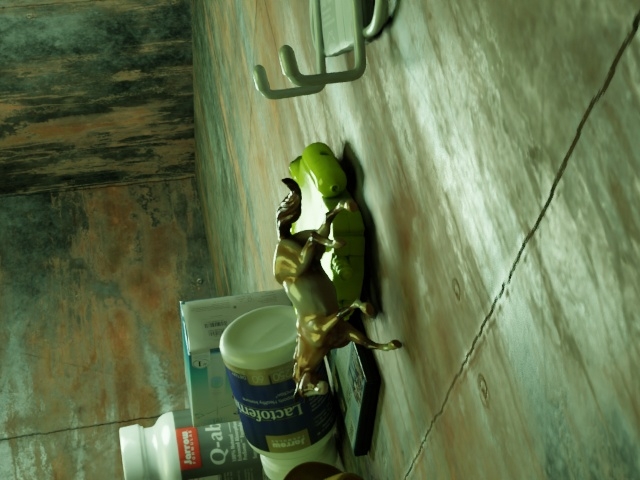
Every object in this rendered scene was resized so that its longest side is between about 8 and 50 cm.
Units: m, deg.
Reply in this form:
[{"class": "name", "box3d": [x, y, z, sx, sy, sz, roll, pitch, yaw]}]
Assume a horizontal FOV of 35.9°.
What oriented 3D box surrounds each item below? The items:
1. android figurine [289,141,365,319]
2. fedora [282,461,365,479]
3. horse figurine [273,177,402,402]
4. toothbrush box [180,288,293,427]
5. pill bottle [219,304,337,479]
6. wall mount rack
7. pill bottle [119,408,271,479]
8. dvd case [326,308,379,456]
[{"class": "android figurine", "box3d": [0.000, 0.000, 1.337, 0.273, 0.056, 0.248, -113, 26, -53]}, {"class": "fedora", "box3d": [0.027, 0.375, 1.326, 0.079, 0.194, 0.194, -41, 48, 34]}, {"class": "horse figurine", "box3d": [-0.001, 0.055, 1.191, 0.174, 0.066, 0.263, -23, 85, 50]}, {"class": "toothbrush box", "box3d": [-0.159, 0.236, 1.950, 0.295, 0.216, 0.126, 99, 161, -53]}, {"class": "pill bottle", "box3d": [-0.057, 0.248, 1.560, 0.153, 0.153, 0.264, -118, 13, -62]}, {"class": "wall mount rack", "box3d": [-0.029, -0.323, 1.134, 0.350, 0.131, 0.304, -162, 65, -77]}, {"class": "pill bottle", "box3d": [-0.252, 0.474, 2.195, 0.210, 0.363, 0.210, 172, 90, -79]}, {"class": "dvd case", "box3d": [0.035, 0.153, 1.403, 0.180, 0.022, 0.253, 95, 164, -45]}]
